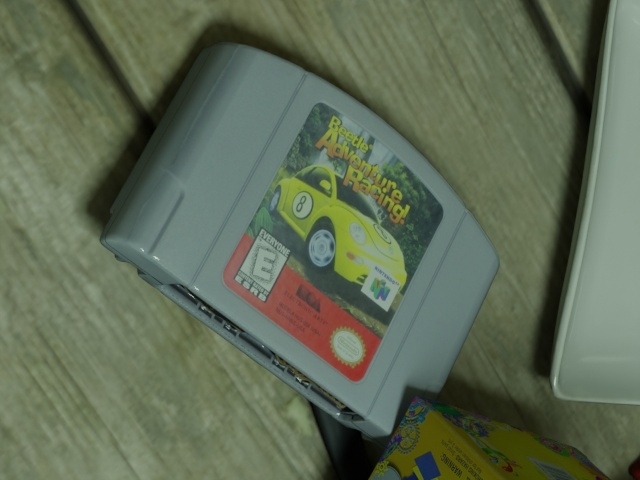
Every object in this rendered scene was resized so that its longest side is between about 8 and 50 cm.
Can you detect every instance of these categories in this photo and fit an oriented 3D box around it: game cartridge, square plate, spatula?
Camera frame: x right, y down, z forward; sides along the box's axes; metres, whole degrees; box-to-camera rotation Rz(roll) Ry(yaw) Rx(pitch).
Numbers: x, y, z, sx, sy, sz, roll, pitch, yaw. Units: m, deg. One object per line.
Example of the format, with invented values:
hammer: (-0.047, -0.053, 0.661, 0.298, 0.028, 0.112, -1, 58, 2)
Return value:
game cartridge: (0.000, 0.000, 1.222, 0.294, 0.060, 0.196, 38, 63, -28)
square plate: (0.341, -0.025, 1.454, 0.344, 0.049, 0.347, 9, 91, -34)
spatula: (0.040, 0.210, 1.296, 0.084, 0.030, 0.296, -27, 106, -22)

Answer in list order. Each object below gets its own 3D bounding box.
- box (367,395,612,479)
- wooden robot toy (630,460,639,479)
box: (0.132, 0.311, 1.170, 0.177, 0.290, 0.279, 21, 102, -35)
wooden robot toy: (0.306, 0.223, 1.442, 0.173, 0.079, 0.076, -41, 115, -23)
